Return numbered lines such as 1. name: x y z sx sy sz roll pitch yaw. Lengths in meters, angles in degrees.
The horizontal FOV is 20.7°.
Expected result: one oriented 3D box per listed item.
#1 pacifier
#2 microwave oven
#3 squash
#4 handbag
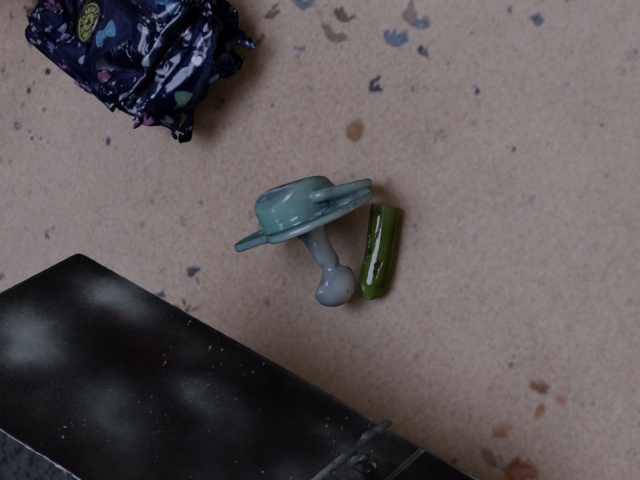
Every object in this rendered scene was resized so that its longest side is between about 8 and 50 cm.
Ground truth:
1. pacifier: 0.000 0.000 1.523 0.150 0.127 0.116 -18 101 54
2. microwave oven: -0.120 0.271 1.357 0.432 0.236 0.374 28 122 21
3. squash: 0.051 0.011 1.521 0.027 0.027 0.083 7 88 37
4. handbag: -0.181 -0.210 1.677 0.260 0.113 0.162 41 100 42
